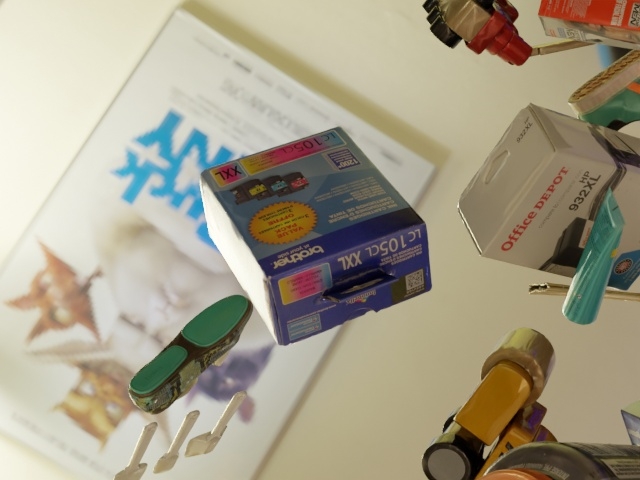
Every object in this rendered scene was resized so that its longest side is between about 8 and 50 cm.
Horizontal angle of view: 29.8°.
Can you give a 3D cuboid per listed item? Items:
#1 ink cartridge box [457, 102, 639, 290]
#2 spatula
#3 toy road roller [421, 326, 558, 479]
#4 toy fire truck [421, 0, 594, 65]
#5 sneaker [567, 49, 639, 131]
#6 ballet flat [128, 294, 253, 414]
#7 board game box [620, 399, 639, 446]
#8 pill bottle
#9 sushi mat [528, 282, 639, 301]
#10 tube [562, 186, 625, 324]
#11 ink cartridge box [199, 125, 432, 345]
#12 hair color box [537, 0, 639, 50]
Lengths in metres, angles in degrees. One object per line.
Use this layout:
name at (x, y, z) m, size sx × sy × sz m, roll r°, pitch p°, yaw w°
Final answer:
ink cartridge box at (0.410, -0.062, 1.910) m, size 0.308 × 0.223 × 0.129 m, roll 13°, pitch -143°, yaw -27°
spatula at (-0.179, 0.253, 1.522) m, size 0.019 × 0.168 × 0.242 m, roll 63°, pitch 151°, yaw 21°
toy road roller at (0.363, 0.351, 2.209) m, size 0.241 × 0.329 × 0.202 m, roll 34°, pitch -157°, yaw 10°
toy fire truck at (0.323, -0.371, 2.062) m, size 0.246 × 0.158 × 0.217 m, roll 35°, pitch -160°, yaw -16°
sneaker at (0.595, -0.282, 2.121) m, size 0.121 × 0.302 × 0.108 m, roll 53°, pitch -163°, yaw -16°
ballet flat at (-0.153, 0.141, 1.459) m, size 0.070 × 0.188 × 0.070 m, roll 43°, pitch 157°, yaw 23°
board game box at (0.589, 0.408, 1.755) m, size 0.318 × 0.066 × 0.319 m, roll 68°, pitch 168°, yaw -10°
pill bottle at (0.203, 0.225, 0.951) m, size 0.130 × 0.130 × 0.246 m, roll 25°, pitch -173°, yaw 37°
sushi mat at (0.498, 0.090, 1.900) m, size 0.317 × 0.019 × 0.151 m, roll 6°, pitch 176°, yaw 1°
tube at (0.391, 0.029, 1.700) m, size 0.080 × 0.052 × 0.207 m, roll -105°, pitch 17°, yaw -47°
ink cartridge box at (0.000, 0.000, 1.922) m, size 0.395 × 0.270 × 0.151 m, roll -126°, pitch 21°, yaw -48°
hair color box at (0.435, -0.348, 1.894) m, size 0.167 × 0.053 × 0.093 m, roll 12°, pitch 172°, yaw 21°
